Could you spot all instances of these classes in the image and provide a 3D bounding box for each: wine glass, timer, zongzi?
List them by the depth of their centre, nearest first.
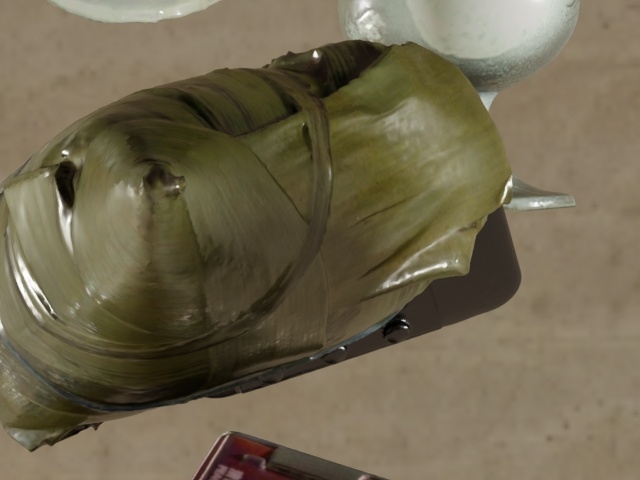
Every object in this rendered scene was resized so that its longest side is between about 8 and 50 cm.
[{"bbox_3d":[-0.004,-0.025,0.720,0.250,0.125,0.274,-25,174,-26],"label":"zongzi"},{"bbox_3d":[0.000,0.000,0.946,0.187,0.055,0.144,-18,135,2],"label":"timer"},{"bbox_3d":[0.135,-0.181,1.722,0.238,0.323,0.238,-3,-177,0],"label":"wine glass"}]

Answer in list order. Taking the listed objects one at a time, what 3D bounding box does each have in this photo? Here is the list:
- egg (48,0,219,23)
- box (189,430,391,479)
[{"bbox_3d":[-0.030,-0.217,0.678,0.271,0.162,0.206,-42,164,2],"label":"egg"},{"bbox_3d":[-0.042,0.193,0.846,0.120,0.224,0.069,15,132,16],"label":"box"}]
